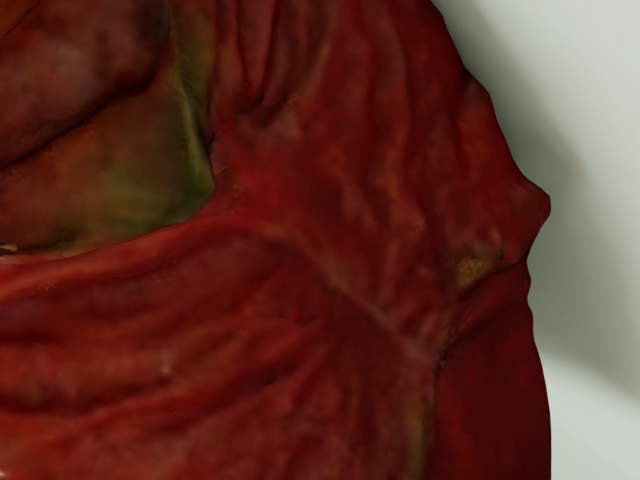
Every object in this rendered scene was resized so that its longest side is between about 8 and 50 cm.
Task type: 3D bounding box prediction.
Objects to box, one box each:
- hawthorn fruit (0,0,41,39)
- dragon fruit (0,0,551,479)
[{"bbox_3d":[-0.150,-0.146,0.336,0.265,0.307,0.265,1,172,0],"label":"hawthorn fruit"},{"bbox_3d":[-0.101,-0.017,0.530,0.240,0.302,0.330,1,104,52],"label":"dragon fruit"}]
